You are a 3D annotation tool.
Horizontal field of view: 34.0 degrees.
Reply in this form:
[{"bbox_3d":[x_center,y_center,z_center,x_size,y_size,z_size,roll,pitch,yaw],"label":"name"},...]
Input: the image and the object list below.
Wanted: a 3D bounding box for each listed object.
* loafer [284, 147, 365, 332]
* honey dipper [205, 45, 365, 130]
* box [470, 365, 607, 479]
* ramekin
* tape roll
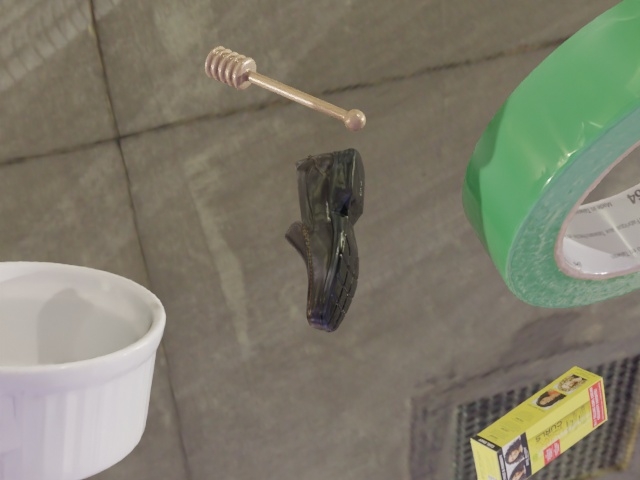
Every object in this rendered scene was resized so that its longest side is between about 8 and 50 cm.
[{"bbox_3d":[0.000,0.000,0.904,0.061,0.170,0.062,-1,150,16],"label":"loafer"},{"bbox_3d":[-0.029,-0.130,0.904,0.030,0.160,0.030,-44,148,-38],"label":"honey dipper"},{"bbox_3d":[0.330,0.283,1.567,0.232,0.058,0.087,-26,117,-29],"label":"box"},{"bbox_3d":[-0.294,0.128,1.026,0.277,0.277,0.135,-1,108,-22],"label":"ramekin"},{"bbox_3d":[0.269,-0.071,0.814,0.321,0.077,0.321,-20,150,-12],"label":"tape roll"}]
